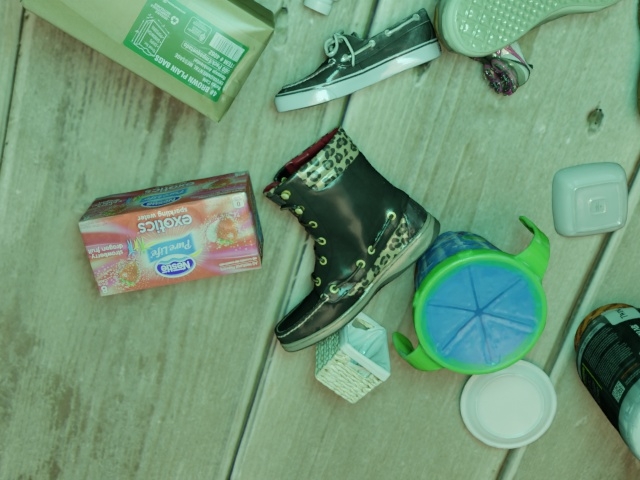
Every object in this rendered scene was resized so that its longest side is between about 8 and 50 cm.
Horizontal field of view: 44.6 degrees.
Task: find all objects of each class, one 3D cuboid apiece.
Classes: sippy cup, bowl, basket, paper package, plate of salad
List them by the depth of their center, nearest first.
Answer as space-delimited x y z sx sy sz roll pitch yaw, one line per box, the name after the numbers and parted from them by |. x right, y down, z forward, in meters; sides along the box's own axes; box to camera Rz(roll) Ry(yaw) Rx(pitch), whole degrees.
-0.248 -0.356 1.207 0.325 0.309 0.168 30 106 -14 | paper package
0.272 0.092 1.440 0.305 0.224 0.240 -11 111 2 | sippy cup
0.518 -0.073 1.482 0.142 0.053 0.142 -8 109 0 | bowl
0.059 0.218 1.513 0.113 0.167 0.103 37 111 -14 | basket
0.391 0.339 1.631 0.200 0.048 0.200 0 100 2 | plate of salad

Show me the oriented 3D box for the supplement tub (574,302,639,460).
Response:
0.609 0.258 1.455 0.207 0.338 0.207 -1 110 -3 | supplement tub

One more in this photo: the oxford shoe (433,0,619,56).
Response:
0.366 -0.430 1.286 0.449 0.130 0.169 -29 109 -15 | oxford shoe

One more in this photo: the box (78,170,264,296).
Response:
-0.263 -0.013 1.422 0.300 0.142 0.154 -9 111 1 | box

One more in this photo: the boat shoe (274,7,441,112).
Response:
0.054 -0.313 1.343 0.306 0.113 0.105 -21 103 3 | boat shoe

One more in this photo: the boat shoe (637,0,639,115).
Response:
0.641 -0.367 1.360 0.123 0.123 0.342 -9 105 -32 | boat shoe

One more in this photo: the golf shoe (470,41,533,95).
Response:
0.300 -0.348 1.373 0.086 0.067 0.186 -43 102 -24 | golf shoe

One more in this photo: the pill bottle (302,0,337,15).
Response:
0.016 -0.445 1.314 0.067 0.067 0.120 22 107 -10 | pill bottle

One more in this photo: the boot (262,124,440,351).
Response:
0.000 0.000 1.440 0.377 0.138 0.284 -40 108 8 | boot
